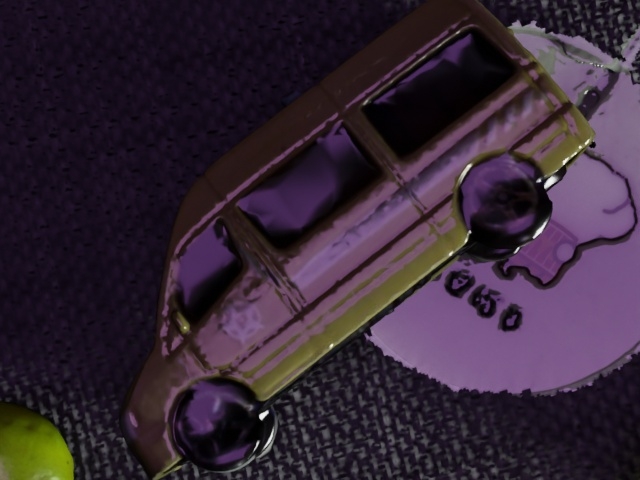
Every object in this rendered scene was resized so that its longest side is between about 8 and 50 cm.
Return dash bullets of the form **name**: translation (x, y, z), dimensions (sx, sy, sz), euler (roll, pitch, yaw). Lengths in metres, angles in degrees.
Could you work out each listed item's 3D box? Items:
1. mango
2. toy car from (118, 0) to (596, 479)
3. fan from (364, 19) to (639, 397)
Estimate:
- **mango**: translation (-0.171, 0.111, 0.678), dimensions (0.108, 0.056, 0.073), euler (10, 122, 3)
- **toy car**: translation (0.000, 0.000, 0.665), dimensions (0.256, 0.101, 0.124), euler (-38, 83, -1)
- **fan**: translation (0.137, -0.070, 0.717), dimensions (0.191, 0.009, 0.329), euler (35, 90, 3)
